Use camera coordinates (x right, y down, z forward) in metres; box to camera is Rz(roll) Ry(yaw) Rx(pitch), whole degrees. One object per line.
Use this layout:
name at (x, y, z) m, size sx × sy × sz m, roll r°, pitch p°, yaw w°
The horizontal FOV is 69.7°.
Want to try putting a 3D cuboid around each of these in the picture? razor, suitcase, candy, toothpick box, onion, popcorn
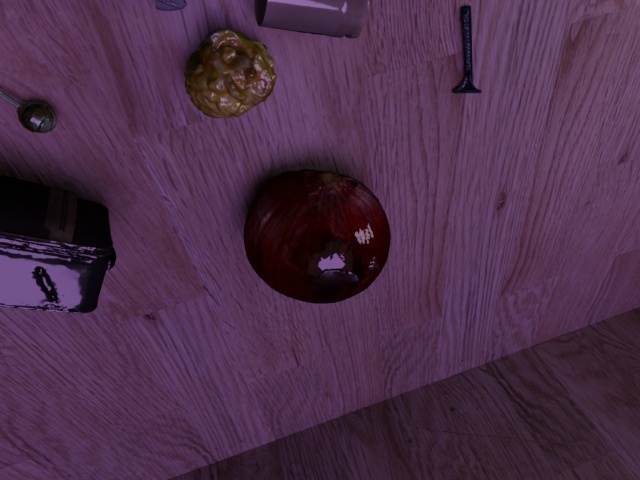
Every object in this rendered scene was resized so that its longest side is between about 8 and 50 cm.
razor at (0.320, -0.414, 1.005) m, size 0.066 × 0.033 × 0.190 m, roll 8°, pitch 139°, yaw 27°
suitcase at (-0.592, -0.012, 0.814) m, size 0.433 × 0.283 × 0.194 m, roll 15°, pitch 105°, yaw -32°
candy at (-0.548, -0.253, 0.772) m, size 0.061 × 0.061 × 0.202 m, roll -42°, pitch 124°, yaw 17°
toothpick box at (-0.015, -0.419, 0.798) m, size 0.180 × 0.111 × 0.111 m, roll -2°, pitch 131°, yaw -20°
onion at (0.005, -0.006, 1.058) m, size 0.340 × 0.341 × 0.342 m, roll -12°, pitch 134°, yaw -13°
popcorn at (-0.159, -0.297, 0.823) m, size 0.173 × 0.174 × 0.142 m, roll -42°, pitch 116°, yaw 17°

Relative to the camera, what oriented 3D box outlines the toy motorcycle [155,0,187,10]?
toy motorcycle at (-0.260, -0.445, 0.697) m, size 0.122 × 0.080 × 0.215 m, roll -43°, pitch 127°, yaw 14°
